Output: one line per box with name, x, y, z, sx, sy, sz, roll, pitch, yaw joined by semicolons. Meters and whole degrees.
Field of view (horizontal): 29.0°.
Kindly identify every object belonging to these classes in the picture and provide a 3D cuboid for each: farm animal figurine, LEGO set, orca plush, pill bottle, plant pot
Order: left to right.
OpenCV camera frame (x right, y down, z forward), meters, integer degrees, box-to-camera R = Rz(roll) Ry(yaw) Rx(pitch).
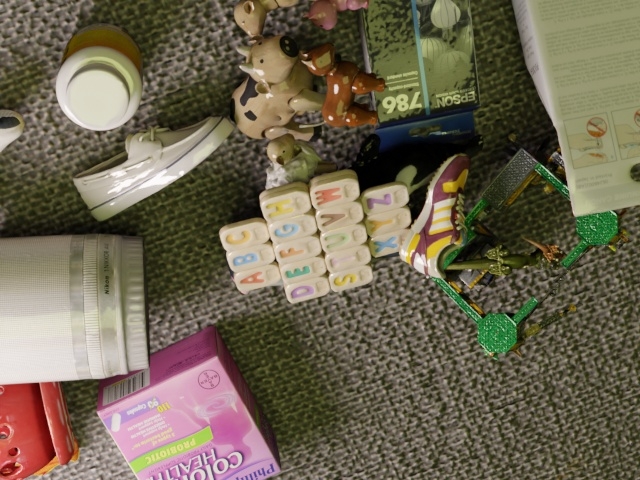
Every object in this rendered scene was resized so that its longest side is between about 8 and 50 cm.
plant pot;-0.484;0.283;1.937;0.174;0.191;0.191;-14;114;-12
pill bottle;-0.307;-0.226;1.730;0.117;0.215;0.117;-3;112;-7
farm animal figurine;-0.051;-0.256;1.748;0.172;0.330;0.327;3;141;-22
orca plush;0.108;-0.114;1.868;0.287;0.151;0.102;-21;114;-1
LEGO set;0.314;0.012;1.909;0.255;0.192;0.331;36;100;18

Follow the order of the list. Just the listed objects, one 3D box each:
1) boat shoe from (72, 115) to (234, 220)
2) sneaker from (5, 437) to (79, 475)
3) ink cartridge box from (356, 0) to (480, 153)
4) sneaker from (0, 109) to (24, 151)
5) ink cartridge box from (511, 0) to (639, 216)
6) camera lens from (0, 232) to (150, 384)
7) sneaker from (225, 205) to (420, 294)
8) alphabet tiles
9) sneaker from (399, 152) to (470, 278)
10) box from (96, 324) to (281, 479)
boat shoe;-0.252;-0.126;1.835;0.267;0.096;0.088;-27;108;26
sneaker;-0.482;0.367;2.036;0.175;0.064;0.067;-15;123;1
ink cartridge box;0.146;-0.286;1.851;0.165;0.065;0.332;-12;114;-3
sneaker;-0.509;-0.083;1.828;0.235;0.094;0.153;-30;114;5
ink cartridge box;0.467;-0.246;1.811;0.308;0.091;0.385;-11;87;-4
camera lens;-0.398;0.101;1.850;0.274;0.219;0.219;-3;113;-7
sneaker;0.008;0.014;1.949;0.319;0.112;0.131;-3;135;-7
alphabet tiles;0.000;0.000;1.813;0.278;0.021;0.284;-14;146;-1
sneaker;0.191;-0.035;1.818;0.084;0.069;0.185;31;104;28
box;-0.213;0.300;2.013;0.213;0.117;0.243;-25;114;3
